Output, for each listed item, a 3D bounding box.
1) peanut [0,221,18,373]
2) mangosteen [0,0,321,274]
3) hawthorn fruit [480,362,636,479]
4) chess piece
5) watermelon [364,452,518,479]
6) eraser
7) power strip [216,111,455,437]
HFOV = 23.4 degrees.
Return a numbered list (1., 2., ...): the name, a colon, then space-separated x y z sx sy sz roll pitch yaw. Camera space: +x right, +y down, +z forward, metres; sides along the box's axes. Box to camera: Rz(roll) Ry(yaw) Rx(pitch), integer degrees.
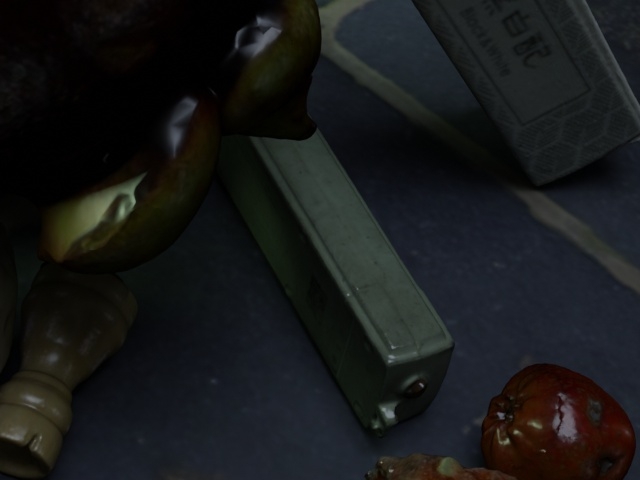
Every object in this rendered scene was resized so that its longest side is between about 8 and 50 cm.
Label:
1. peanut: -0.240 0.098 0.801 0.149 0.149 0.313 5 51 -8
2. mangosteen: -0.138 -0.147 0.798 0.347 0.307 0.307 47 44 -25
3. hawthorn fruit: 0.142 0.118 0.909 0.093 0.093 0.093 6 49 -7
4. chess piece: -0.158 0.076 0.893 0.066 0.066 0.122 19 55 5
5. watermelon: 0.106 0.201 0.780 0.139 0.193 0.257 -17 41 -25
6. eraser: 0.091 -0.184 0.952 0.096 0.404 0.098 -29 50 12
7. power strip: 0.000 0.000 0.975 0.052 0.078 0.272 -14 54 -24
